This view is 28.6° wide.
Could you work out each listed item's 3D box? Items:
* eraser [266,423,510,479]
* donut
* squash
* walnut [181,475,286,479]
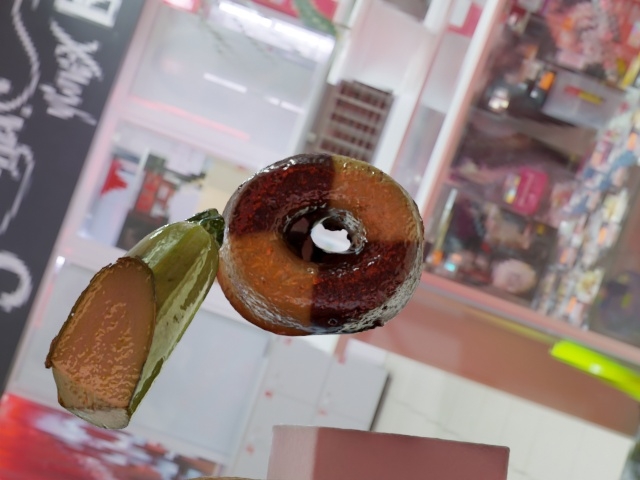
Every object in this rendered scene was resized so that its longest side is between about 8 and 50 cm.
[{"bbox_3d":[0.039,0.364,1.075,0.082,0.213,0.396,103,174,-80],"label":"eraser"},{"bbox_3d":[0.000,0.000,1.069,0.073,0.184,0.166,101,180,-78],"label":"donut"},{"bbox_3d":[-0.124,0.035,0.918,0.090,0.075,0.200,-13,38,46],"label":"squash"},{"bbox_3d":[-0.054,0.183,0.568,0.166,0.149,0.166,-56,11,17],"label":"walnut"}]
